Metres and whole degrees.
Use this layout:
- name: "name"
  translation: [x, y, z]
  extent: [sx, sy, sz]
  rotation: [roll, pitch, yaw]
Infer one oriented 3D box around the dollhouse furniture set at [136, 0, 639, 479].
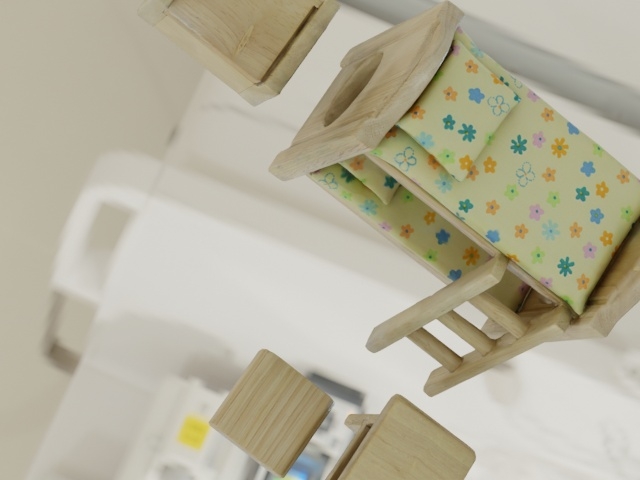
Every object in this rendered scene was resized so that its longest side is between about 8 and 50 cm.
- name: "dollhouse furniture set"
  translation: [0.000, 0.000, 0.643]
  extent: [0.182, 0.161, 0.101]
  rotation: [37, 164, -13]
